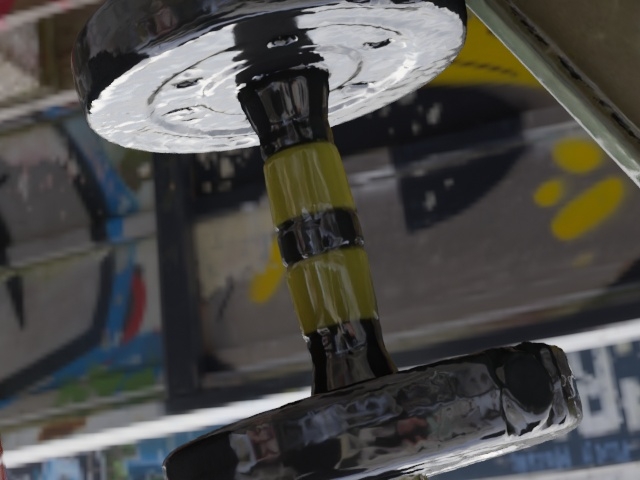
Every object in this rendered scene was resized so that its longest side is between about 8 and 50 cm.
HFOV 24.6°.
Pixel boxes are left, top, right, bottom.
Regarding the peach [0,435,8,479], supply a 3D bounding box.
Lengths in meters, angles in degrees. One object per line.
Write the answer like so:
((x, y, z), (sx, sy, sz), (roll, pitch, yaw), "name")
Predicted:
((-0.320, 0.104, 0.554), (0.388, 0.388, 0.388), (-5, 155, -2), "peach")

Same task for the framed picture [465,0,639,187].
((0.123, -0.116, 0.469), (0.020, 0.289, 0.211), (-32, 165, -37), "framed picture")

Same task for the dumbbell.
((0.000, 0.000, 0.509), (0.143, 0.325, 0.143), (-14, 168, -3), "dumbbell")
